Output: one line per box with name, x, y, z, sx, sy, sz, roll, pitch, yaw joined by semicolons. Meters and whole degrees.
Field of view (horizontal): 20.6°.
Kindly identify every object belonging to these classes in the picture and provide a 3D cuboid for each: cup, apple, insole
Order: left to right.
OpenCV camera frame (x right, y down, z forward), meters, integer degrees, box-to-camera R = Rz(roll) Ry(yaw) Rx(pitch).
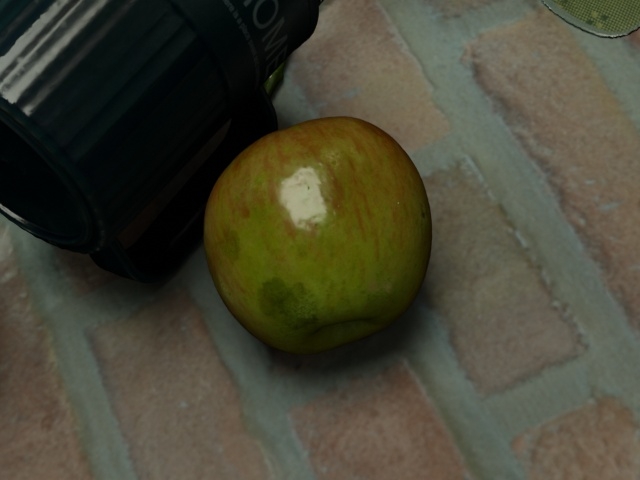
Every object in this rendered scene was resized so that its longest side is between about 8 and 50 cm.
cup;-0.183;-0.148;1.540;0.242;0.308;0.292;33;64;14
apple;0.000;0.000;1.474;0.196;0.196;0.196;-8;51;9
insole;0.243;-0.309;1.773;0.109;0.007;0.322;-19;51;-1

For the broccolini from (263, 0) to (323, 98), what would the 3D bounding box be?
broccolini;-0.034;-0.204;1.742;0.044;0.042;0.218;13;58;25
